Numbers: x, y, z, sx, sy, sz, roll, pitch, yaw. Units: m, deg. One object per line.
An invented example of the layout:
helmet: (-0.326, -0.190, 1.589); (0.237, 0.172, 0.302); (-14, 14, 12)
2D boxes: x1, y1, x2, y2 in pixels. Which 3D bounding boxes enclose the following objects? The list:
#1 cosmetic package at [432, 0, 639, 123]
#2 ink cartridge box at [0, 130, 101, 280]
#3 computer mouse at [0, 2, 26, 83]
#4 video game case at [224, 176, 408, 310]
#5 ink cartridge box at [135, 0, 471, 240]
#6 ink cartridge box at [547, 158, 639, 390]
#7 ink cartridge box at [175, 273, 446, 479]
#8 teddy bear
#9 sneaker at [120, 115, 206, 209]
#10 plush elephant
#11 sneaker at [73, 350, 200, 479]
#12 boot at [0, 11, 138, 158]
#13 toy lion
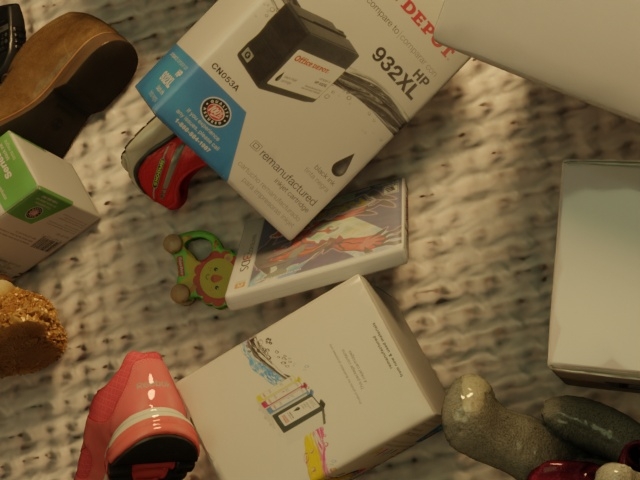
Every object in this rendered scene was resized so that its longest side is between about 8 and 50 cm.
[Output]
cosmetic package: (0.354, -0.287, 1.069); (0.329, 0.394, 0.327); (25, 109, 18)
ink cartridge box: (-0.403, -0.016, 1.391); (0.219, 0.160, 0.092); (-34, 71, 6)
computer mouse: (-0.417, -0.316, 1.518); (0.071, 0.041, 0.242); (-14, 71, 31)
video game case: (0.000, 0.000, 1.282); (0.201, 0.183, 0.023); (-15, 115, 12)
ink cartridge box: (-0.013, -0.192, 1.272); (0.307, 0.129, 0.223); (-45, 114, 2)
ink cartridge box: (0.335, 0.047, 1.122); (0.197, 0.270, 0.198); (4, 81, 16)
ink cartridge box: (0.000, 0.175, 1.242); (0.233, 0.171, 0.168); (-31, 73, 9)
teddy bear: (-0.472, 0.124, 1.350); (0.338, 0.245, 0.113); (-27, 54, 11)
sneaker: (-0.107, -0.146, 1.383); (0.279, 0.107, 0.118); (-41, 91, 8)
plush elephant: (0.290, 0.257, 1.041); (0.330, 0.255, 0.271); (18, 61, -13)
sneaker: (-0.210, 0.229, 1.268); (0.116, 0.314, 0.136); (3, 55, -26)
boot: (-0.372, -0.164, 1.451); (0.305, 0.112, 0.115); (-44, 58, -3)
toy lion: (-0.134, 0.035, 1.379); (0.096, 0.034, 0.100); (-12, 77, 6)
